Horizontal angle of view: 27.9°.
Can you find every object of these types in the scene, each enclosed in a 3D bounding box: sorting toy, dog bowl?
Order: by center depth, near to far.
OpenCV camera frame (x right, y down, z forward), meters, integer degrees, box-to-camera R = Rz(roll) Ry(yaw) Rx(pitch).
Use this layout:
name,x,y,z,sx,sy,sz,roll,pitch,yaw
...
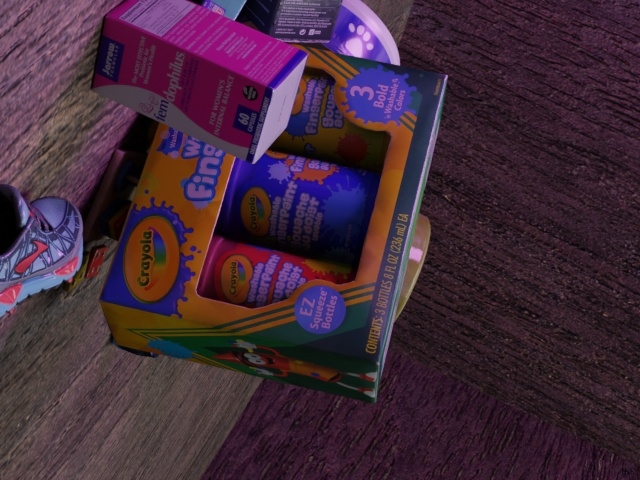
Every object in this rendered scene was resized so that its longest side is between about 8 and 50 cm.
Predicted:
name,x,y,z,sx,sy,sz,roll,pitch,yaw
sorting toy,-0.274,-0.048,1.789,0.274,0.046,0.132,-66,173,6
dog bowl,-0.015,-0.282,2.008,0.104,0.265,0.265,-60,171,-27

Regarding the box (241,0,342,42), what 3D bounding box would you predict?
name,x,y,z,sx,sy,sz,roll,pitch,yaw
box,-0.036,-0.400,1.781,0.108,0.153,0.207,-3,128,-32

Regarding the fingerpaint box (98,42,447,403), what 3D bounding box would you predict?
name,x,y,z,sx,sy,sz,roll,pitch,yaw
fingerpaint box,-0.053,-0.046,1.755,0.163,0.371,0.444,90,14,-64

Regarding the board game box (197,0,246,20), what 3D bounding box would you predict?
name,x,y,z,sx,sy,sz,roll,pitch,yaw
board game box,-0.130,-0.312,1.680,0.160,0.047,0.210,-62,-168,-19

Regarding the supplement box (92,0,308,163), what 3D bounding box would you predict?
name,x,y,z,sx,sy,sz,roll,pitch,yaw
supplement box,-0.144,-0.200,1.531,0.114,0.220,0.111,-54,166,-51

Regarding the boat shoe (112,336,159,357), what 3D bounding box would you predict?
name,x,y,z,sx,sy,sz,roll,pitch,yaw
boat shoe,-0.266,0.083,2.095,0.109,0.089,0.258,-58,169,-46

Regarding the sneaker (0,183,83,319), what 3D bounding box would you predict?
name,x,y,z,sx,sy,sz,roll,pitch,yaw
sneaker,-0.321,-0.005,1.371,0.262,0.104,0.125,-52,163,-62

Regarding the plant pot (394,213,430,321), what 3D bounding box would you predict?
name,x,y,z,sx,sy,sz,roll,pitch,yaw
plant pot,0.000,0.000,2.365,0.366,0.353,0.366,-158,-90,-83
